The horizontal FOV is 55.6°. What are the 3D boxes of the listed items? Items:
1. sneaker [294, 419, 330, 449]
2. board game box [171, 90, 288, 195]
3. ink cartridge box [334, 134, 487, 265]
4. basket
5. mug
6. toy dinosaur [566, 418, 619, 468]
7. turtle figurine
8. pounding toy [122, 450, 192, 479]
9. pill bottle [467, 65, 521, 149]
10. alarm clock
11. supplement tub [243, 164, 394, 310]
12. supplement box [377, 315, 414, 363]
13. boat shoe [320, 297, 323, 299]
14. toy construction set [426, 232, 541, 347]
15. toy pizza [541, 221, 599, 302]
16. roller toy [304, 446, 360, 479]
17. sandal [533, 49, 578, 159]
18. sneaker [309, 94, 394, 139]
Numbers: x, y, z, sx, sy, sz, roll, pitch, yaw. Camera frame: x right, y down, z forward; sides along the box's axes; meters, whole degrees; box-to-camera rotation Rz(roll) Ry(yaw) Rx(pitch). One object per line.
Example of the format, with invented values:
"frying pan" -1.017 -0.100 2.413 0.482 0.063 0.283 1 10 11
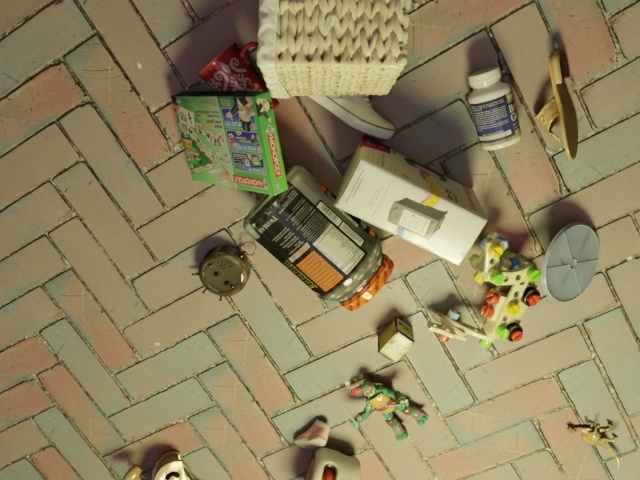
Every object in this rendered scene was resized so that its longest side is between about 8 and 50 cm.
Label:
"sneaker" -0.019 0.559 1.754 0.051 0.070 0.134 40 139 -18
"board game box" -0.210 -0.224 1.362 0.317 0.046 0.213 14 123 44
"ink cartridge box" 0.201 -0.098 1.378 0.306 0.226 0.131 24 113 -5
"basket" 0.027 -0.455 1.178 0.267 0.331 0.328 4 94 0
"mug" -0.171 -0.353 1.373 0.150 0.113 0.169 -21 115 48
"toy dinosaur" 0.768 0.541 1.666 0.183 0.053 0.092 34 126 1
"turtle figurine" 0.175 0.450 1.650 0.234 0.118 0.175 38 126 -25
"pounding toy" -0.448 0.726 1.848 0.270 0.155 0.154 37 82 -18
"pill bottle" 0.384 -0.295 1.352 0.094 0.094 0.169 -17 109 12
"alarm clock" -0.238 0.069 1.579 0.192 0.064 0.129 -43 101 16
"supplement tub" 0.000 0.000 1.446 0.338 0.207 0.207 43 109 -11
"supplement box" 0.197 0.261 1.591 0.056 0.083 0.083 35 109 -9
"boat shoe" -0.006 0.103 1.576 0.046 0.038 0.125 -10 109 10
"toy construction set" 0.412 0.144 1.488 0.215 0.151 0.327 12 122 -25
"toy pizza" 0.594 0.052 1.456 0.201 0.032 0.201 -9 108 -29
"roller toy" 0.033 0.696 1.715 0.146 0.209 0.191 17 106 -2
"sandal" 0.518 -0.297 1.361 0.079 0.088 0.239 -2 107 40
"sneaker" 0.067 -0.324 1.375 0.258 0.094 0.091 31 115 -5
